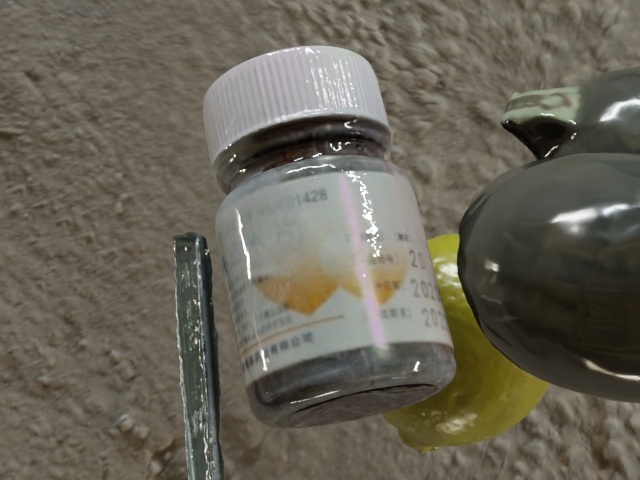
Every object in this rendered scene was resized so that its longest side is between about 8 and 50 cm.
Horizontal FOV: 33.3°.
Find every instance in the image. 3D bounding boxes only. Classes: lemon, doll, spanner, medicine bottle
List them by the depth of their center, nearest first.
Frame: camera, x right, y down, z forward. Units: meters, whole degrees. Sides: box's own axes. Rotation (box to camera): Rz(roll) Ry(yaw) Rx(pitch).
[{"bbox_3d":[0.292,0.002,0.616,0.382,0.378,0.252,-2,123,30],"label":"doll"},{"bbox_3d":[-0.091,0.142,0.802,0.093,0.026,0.325,-23,61,31],"label":"spanner"},{"bbox_3d":[0.000,0.000,0.852,0.165,0.165,0.273,-17,72,13],"label":"medicine bottle"},{"bbox_3d":[0.130,0.098,1.016,0.184,0.184,0.248,28,122,7],"label":"lemon"}]
